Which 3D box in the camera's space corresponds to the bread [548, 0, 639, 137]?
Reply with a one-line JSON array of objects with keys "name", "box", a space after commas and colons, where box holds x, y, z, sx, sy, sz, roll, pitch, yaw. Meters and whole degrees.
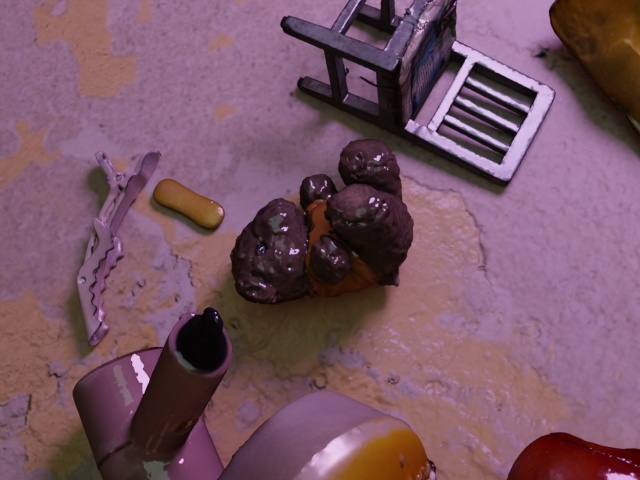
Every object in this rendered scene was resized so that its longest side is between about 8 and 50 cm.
[{"name": "bread", "box": [0.360, -0.206, 0.800, 0.233, 0.161, 0.088, 52, 38, 6]}]

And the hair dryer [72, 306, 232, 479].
[{"name": "hair dryer", "box": [-0.118, 0.148, 0.628, 0.107, 0.344, 0.189, -17, 68, -27]}]

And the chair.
[{"name": "chair", "box": [0.111, -0.191, 0.814, 0.270, 0.147, 0.136, 28, 76, 14]}]

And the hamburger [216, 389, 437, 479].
[{"name": "hamburger", "box": [-0.020, 0.268, 0.634, 0.151, 0.227, 0.295, 34, 80, 30]}]

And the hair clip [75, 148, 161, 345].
[{"name": "hair clip", "box": [-0.238, 0.001, 0.839, 0.072, 0.034, 0.226, 9, 75, 12]}]

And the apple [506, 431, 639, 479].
[{"name": "apple", "box": [0.239, 0.251, 0.643, 0.181, 0.181, 0.168, 16, 80, 10]}]

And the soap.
[{"name": "soap", "box": [-0.146, -0.041, 0.855, 0.089, 0.012, 0.034, 28, 77, 13]}]

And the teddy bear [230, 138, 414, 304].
[{"name": "teddy bear", "box": [0.000, 0.000, 0.777, 0.190, 0.140, 0.177, -16, 29, 9]}]
